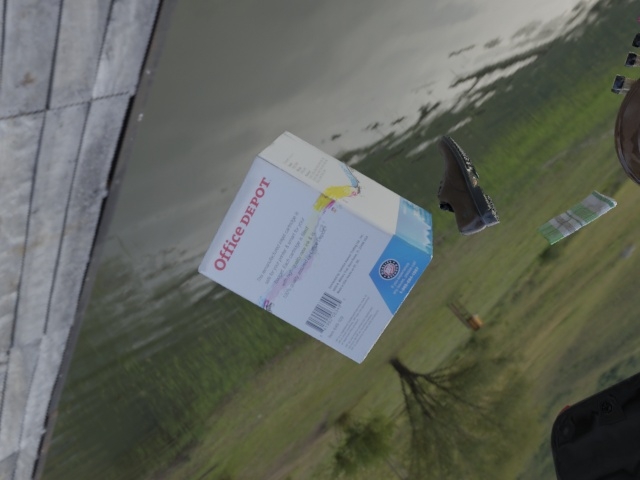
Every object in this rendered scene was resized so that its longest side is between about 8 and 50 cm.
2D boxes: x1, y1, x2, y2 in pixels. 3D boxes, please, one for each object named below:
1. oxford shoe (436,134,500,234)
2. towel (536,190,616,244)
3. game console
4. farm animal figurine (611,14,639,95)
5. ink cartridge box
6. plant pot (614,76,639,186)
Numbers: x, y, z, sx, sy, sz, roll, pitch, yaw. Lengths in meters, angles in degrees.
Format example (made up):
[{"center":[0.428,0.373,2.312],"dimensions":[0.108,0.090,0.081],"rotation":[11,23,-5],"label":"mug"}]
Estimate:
[{"center":[0.258,-0.110,1.236],"dimensions":[0.096,0.227,0.082],"rotation":[-31,140,24],"label":"oxford shoe"},{"center":[0.537,-0.050,1.358],"dimensions":[0.152,0.023,0.113],"rotation":[-33,-173,11],"label":"towel"},{"center":[0.470,0.337,0.855],"dimensions":[0.060,0.342,0.387],"rotation":[15,142,-19],"label":"game console"},{"center":[0.511,-0.315,0.781],"dimensions":[0.326,0.172,0.331],"rotation":[-35,144,-54],"label":"farm animal figurine"},{"center":[0.000,0.000,0.951],"dimensions":[0.198,0.270,0.197],"rotation":[-59,-178,22],"label":"ink cartridge box"},{"center":[0.439,-0.116,0.696],"dimensions":[0.167,0.167,0.165],"rotation":[-43,-167,8],"label":"plant pot"}]
